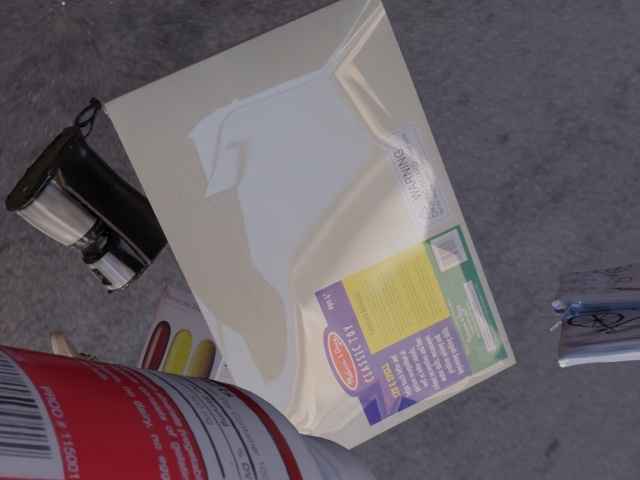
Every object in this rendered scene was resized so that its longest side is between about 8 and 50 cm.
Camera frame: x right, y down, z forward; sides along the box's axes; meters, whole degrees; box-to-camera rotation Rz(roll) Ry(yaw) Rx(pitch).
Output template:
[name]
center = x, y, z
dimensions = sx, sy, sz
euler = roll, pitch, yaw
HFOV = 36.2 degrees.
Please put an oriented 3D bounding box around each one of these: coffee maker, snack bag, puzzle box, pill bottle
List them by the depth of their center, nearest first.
[pill bottle]
center = -0.138, 0.186, 0.572
dimensions = 0.407, 0.229, 0.229
euler = 20, 99, -48
[puzzle box]
center = 0.000, 0.000, 0.943
dimensions = 0.272, 0.052, 0.409
euler = -25, 106, -9
[snack bag]
center = 0.425, 0.066, 1.121
dimensions = 0.323, 0.342, 0.037
euler = -8, 100, 19
[coffee maker]
center = -0.268, -0.050, 1.222
dimensions = 0.171, 0.120, 0.178
euler = -45, 118, 4

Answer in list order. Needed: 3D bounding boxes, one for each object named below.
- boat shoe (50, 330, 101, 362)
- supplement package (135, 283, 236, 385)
[boat shoe]
center = -0.384, 0.215, 1.608
dimensions = 0.059, 0.063, 0.170
euler = -25, 108, 0
[supplement package]
center = -0.182, 0.205, 1.427
dimensions = 0.139, 0.134, 0.244
euler = 18, 87, 26
